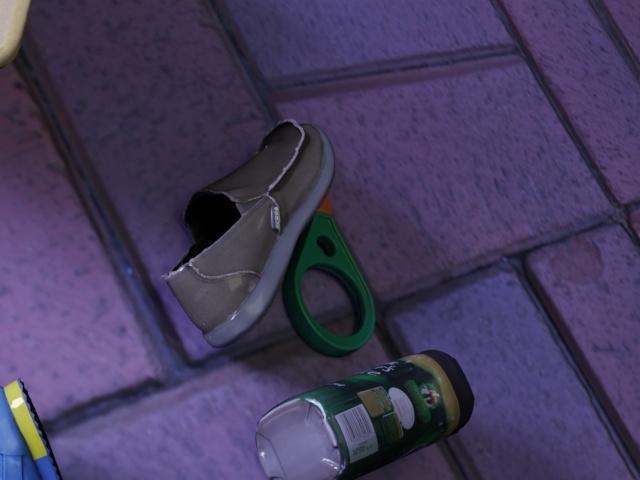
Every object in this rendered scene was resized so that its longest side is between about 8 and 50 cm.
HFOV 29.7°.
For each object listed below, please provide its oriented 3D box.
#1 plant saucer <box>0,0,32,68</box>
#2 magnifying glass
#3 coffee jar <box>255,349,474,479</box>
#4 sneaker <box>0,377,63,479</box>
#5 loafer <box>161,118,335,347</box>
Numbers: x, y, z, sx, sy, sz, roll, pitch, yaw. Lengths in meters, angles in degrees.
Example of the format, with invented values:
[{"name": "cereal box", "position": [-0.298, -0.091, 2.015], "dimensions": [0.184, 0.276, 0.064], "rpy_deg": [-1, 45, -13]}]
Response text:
[{"name": "plant saucer", "position": [-0.358, -0.250, 0.857], "dimensions": [0.333, 0.081, 0.332], "rpy_deg": [11, 51, -12]}, {"name": "magnifying glass", "position": [0.000, 0.000, 1.114], "dimensions": [0.092, 0.026, 0.231], "rpy_deg": [15, 55, -35]}, {"name": "coffee jar", "position": [0.041, 0.147, 0.989], "dimensions": [0.184, 0.096, 0.079], "rpy_deg": [-12, 73, -47]}, {"name": "sneaker", "position": [-0.192, 0.196, 0.774], "dimensions": [0.082, 0.069, 0.209], "rpy_deg": [-23, 87, -15]}, {"name": "loafer", "position": [-0.060, -0.027, 1.020], "dimensions": [0.087, 0.094, 0.251], "rpy_deg": [41, 42, -20]}]
